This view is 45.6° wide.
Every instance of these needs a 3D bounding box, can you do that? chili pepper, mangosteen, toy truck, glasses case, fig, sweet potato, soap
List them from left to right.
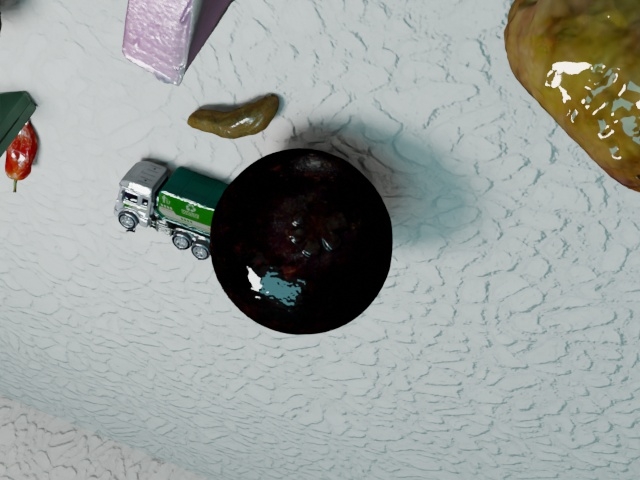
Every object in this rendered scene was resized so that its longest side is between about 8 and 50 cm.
[{"bbox_3d":[-0.579,-0.185,1.337,0.077,0.184,0.039,2,142,26],"label":"glasses case"},{"bbox_3d":[-0.585,-0.167,1.480,0.059,0.050,0.191,29,132,-4],"label":"chili pepper"},{"bbox_3d":[-0.245,-0.057,1.391,0.253,0.114,0.124,21,131,2],"label":"toy truck"},{"bbox_3d":[-0.124,-0.322,0.851,0.081,0.259,0.181,27,145,-5],"label":"soap"},{"bbox_3d":[-0.142,-0.188,1.211,0.182,0.053,0.054,-3,143,30],"label":"sweet potato"},{"bbox_3d":[-0.025,0.013,1.211,0.296,0.297,0.313,12,153,15],"label":"mangosteen"},{"bbox_3d":[0.371,-0.231,0.740,0.286,0.286,0.369,33,120,-14],"label":"fig"}]

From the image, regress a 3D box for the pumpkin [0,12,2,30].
[{"bbox_3d":[-0.615,-0.363,1.063,0.291,0.258,0.328,7,145,1],"label":"pumpkin"}]
